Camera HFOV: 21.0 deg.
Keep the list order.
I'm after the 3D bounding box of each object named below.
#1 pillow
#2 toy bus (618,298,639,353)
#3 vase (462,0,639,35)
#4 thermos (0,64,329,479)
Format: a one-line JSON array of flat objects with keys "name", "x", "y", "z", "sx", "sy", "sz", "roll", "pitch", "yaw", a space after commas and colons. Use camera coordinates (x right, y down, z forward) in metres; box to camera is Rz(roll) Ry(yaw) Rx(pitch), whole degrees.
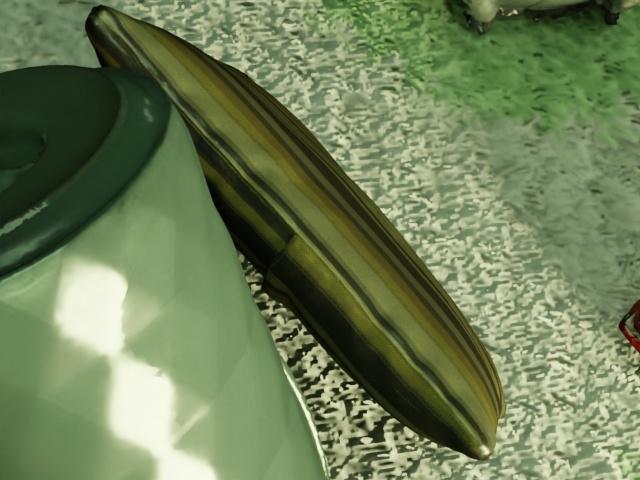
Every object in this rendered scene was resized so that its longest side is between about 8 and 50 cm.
[{"name": "pillow", "x": 0.000, "y": 0.000, "z": 0.684, "sx": 0.052, "sy": 0.212, "sz": 0.208, "roll": -41, "pitch": 84, "yaw": 4}, {"name": "toy bus", "x": 0.240, "y": -0.021, "z": 0.831, "sx": 0.073, "sy": 0.096, "sz": 0.235, "roll": 42, "pitch": 58, "yaw": 5}, {"name": "vase", "x": 0.163, "y": -0.289, "z": 0.726, "sx": 0.250, "sy": 0.445, "sz": 0.250, "roll": 9, "pitch": 62, "yaw": -18}, {"name": "thermos", "x": -0.064, "y": 0.083, "z": 0.594, "sx": 0.182, "sy": 0.145, "sz": 0.286, "roll": -61, "pitch": 138, "yaw": -46}]
